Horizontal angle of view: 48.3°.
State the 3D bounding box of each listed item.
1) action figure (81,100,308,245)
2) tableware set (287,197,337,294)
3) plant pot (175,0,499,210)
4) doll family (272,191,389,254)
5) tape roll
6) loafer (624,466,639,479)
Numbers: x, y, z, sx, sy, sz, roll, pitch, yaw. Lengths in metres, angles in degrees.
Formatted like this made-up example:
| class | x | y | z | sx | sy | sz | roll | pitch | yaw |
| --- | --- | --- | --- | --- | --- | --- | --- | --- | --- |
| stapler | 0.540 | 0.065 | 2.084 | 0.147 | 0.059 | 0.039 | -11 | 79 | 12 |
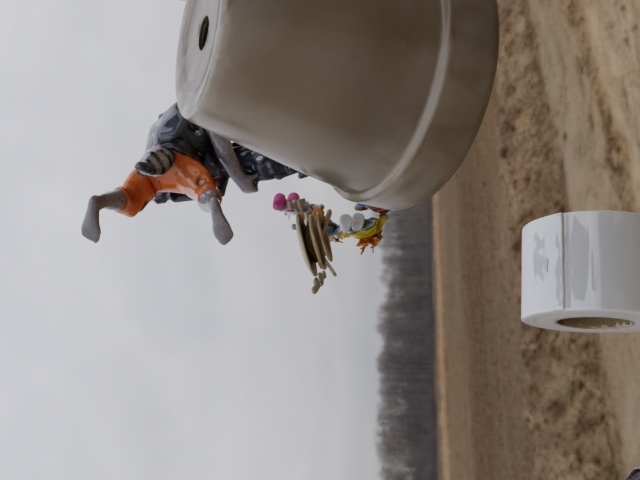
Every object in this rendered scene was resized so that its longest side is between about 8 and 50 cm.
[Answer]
| class | x | y | z | sx | sy | sz | roll | pitch | yaw |
| --- | --- | --- | --- | --- | --- | --- | --- | --- | --- |
| action figure | -0.166 | -0.128 | 1.063 | 0.330 | 0.341 | 0.178 | -85 | -19 | -53 |
| tableware set | 0.000 | 0.000 | 0.991 | 0.194 | 0.039 | 0.128 | -43 | -62 | -84 |
| plant pot | -0.005 | -0.209 | 0.820 | 0.323 | 0.280 | 0.323 | -25 | 62 | 60 |
| doll family | 0.033 | -0.031 | 1.405 | 0.163 | 0.263 | 0.118 | 20 | -110 | -70 |
| tape roll | 0.477 | 0.063 | 1.249 | 0.246 | 0.246 | 0.169 | 62 | -149 | -73 |
| loafer | 0.470 | 0.523 | 1.180 | 0.366 | 0.130 | 0.134 | -55 | 3 | -13 |
